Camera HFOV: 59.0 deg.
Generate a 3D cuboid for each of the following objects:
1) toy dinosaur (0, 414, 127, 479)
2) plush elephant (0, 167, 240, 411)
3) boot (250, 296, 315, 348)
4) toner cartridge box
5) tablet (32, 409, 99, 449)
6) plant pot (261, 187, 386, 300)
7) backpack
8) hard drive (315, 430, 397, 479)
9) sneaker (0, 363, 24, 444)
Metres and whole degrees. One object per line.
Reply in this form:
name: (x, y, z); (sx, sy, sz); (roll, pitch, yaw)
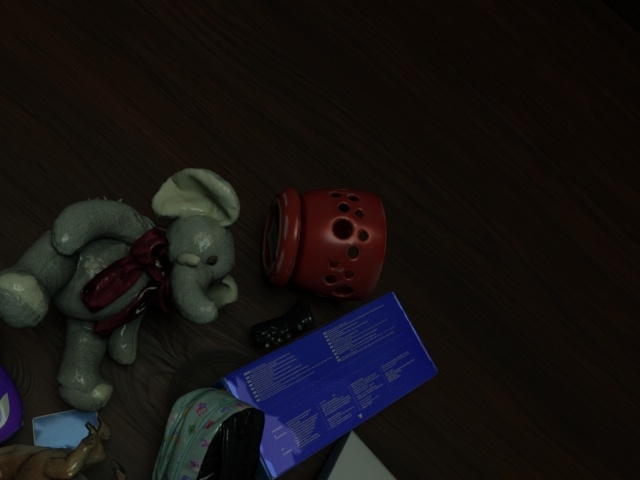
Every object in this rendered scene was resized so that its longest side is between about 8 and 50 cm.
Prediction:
toy dinosaur: (-0.313, 0.323, 0.657); (0.200, 0.127, 0.295); (-40, 59, -19)
plush elephant: (-0.231, 0.045, 0.785); (0.255, 0.272, 0.330); (-3, 40, 1)
boot: (-0.061, 0.137, 0.938); (0.099, 0.121, 0.045); (-20, 98, 0)
toner cartridge box: (0.016, 0.227, 0.926); (0.347, 0.075, 0.165); (-21, 76, -31)
tablet: (-0.351, 0.264, 0.783); (0.083, 0.006, 0.054); (-5, 69, -27)
plant pot: (0.000, 0.000, 0.958); (0.173, 0.191, 0.191); (8, 64, -18)
backpack: (-0.149, 0.293, 0.755); (0.152, 0.115, 0.182); (7, 99, -63)
hard drive: (0.120, 0.474, 0.810); (0.353, 0.047, 0.233); (48, 24, 2)
sneaker: (-0.483, 0.131, 0.702); (0.102, 0.146, 0.293); (-36, 84, -33)
